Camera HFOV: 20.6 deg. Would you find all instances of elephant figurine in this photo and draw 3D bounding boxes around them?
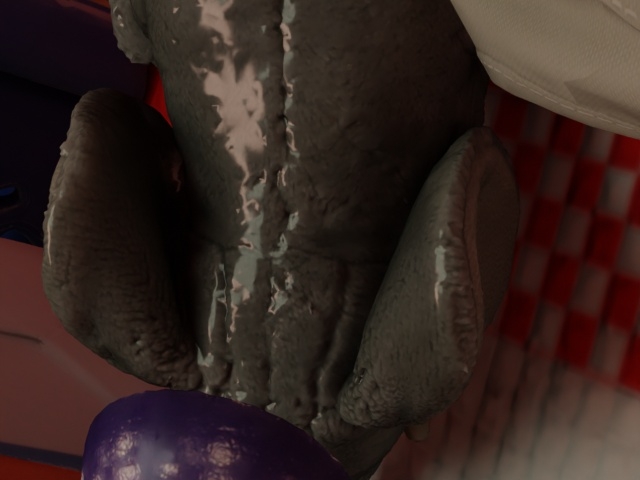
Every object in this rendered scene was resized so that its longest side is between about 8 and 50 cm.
[{"bbox_3d":[0.000,0.000,0.537,0.169,0.186,0.240,-12,66,50],"label":"elephant figurine"}]

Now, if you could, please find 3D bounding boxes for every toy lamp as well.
[{"bbox_3d":[-0.058,0.155,0.342,0.080,0.080,0.275,-38,25,46],"label":"toy lamp"}]

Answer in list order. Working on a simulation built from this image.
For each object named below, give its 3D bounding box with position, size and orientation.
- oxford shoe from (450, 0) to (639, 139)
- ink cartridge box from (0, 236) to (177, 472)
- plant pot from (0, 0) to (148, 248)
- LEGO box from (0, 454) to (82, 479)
[{"bbox_3d":[0.170,-0.043,0.324,0.449,0.169,0.130,31,148,49],"label":"oxford shoe"},{"bbox_3d":[-0.252,0.175,0.771,0.395,0.270,0.151,-58,33,29],"label":"ink cartridge box"},{"bbox_3d":[-0.222,-0.119,0.869,0.212,0.236,0.236,-45,45,32],"label":"plant pot"},{"bbox_3d":[-0.303,0.290,0.598,0.193,0.372,0.500,-84,8,-61],"label":"LEGO box"}]
